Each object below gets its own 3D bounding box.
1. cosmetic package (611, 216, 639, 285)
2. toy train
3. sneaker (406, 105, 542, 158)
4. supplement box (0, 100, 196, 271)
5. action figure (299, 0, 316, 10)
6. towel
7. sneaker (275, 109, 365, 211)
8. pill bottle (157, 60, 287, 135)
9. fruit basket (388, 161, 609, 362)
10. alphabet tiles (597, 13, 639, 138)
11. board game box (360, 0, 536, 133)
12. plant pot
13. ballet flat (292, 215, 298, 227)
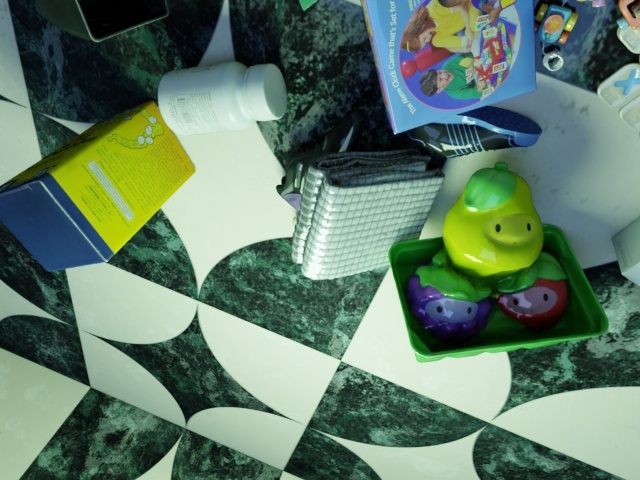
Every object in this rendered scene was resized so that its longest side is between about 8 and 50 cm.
[{"bbox_3d":[0.645,-0.022,0.801,0.086,0.117,0.231,31,131,-4],"label":"cosmetic package"},{"bbox_3d":[0.400,-0.328,0.674,0.166,0.046,0.125,-25,107,39],"label":"toy train"},{"bbox_3d":[0.273,-0.194,0.834,0.232,0.081,0.090,17,135,17],"label":"sneaker"},{"bbox_3d":[-0.475,-0.126,0.992,0.194,0.356,0.195,-9,124,27],"label":"supplement box"},{"bbox_3d":[-0.044,-0.503,0.706,0.137,0.063,0.232,-21,122,36],"label":"action figure"},{"bbox_3d":[0.087,-0.060,0.907,0.121,0.284,0.235,50,139,38],"label":"towel"},{"bbox_3d":[-0.016,-0.168,0.953,0.124,0.107,0.283,34,133,1],"label":"sneaker"},{"bbox_3d":[-0.190,-0.282,0.902,0.229,0.131,0.131,0,128,21],"label":"pill bottle"},{"bbox_3d":[0.324,0.058,0.858,0.392,0.282,0.392,-6,146,-4],"label":"fruit basket"},{"bbox_3d":[0.594,-0.266,0.680,0.284,0.021,0.278,39,131,-12],"label":"alphabet tiles"},{"bbox_3d":[0.180,-0.360,0.669,0.234,0.078,0.347,-16,125,7],"label":"board game box"},{"bbox_3d":[-0.421,-0.477,0.808,0.167,0.187,0.188,14,133,26],"label":"plant pot"},{"bbox_3d":[0.000,0.000,1.119,0.173,0.049,0.057,40,130,-14],"label":"ballet flat"}]
